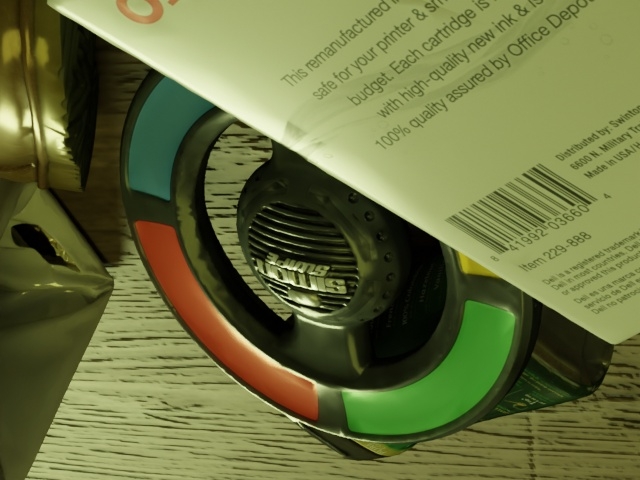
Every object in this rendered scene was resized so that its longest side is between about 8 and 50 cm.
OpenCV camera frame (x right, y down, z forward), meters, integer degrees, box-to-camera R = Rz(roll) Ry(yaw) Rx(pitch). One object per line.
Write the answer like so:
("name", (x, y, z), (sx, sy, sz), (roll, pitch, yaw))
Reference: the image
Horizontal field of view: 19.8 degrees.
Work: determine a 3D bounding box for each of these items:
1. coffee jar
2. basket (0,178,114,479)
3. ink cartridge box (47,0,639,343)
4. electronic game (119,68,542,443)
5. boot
("coffee jar", (0.058, 0.058, 0.970), (0.096, 0.079, 0.184), (38, 140, -27))
("basket", (-0.207, 0.054, 1.007), (0.103, 0.167, 0.113), (4, 145, 29))
("ink cartridge box", (0.076, -0.104, 0.684), (0.289, 0.121, 0.211), (31, 144, -21))
("electronic game", (0.000, 0.000, 0.872), (0.229, 0.048, 0.229), (19, 130, 24))
("boot", (-0.236, -0.079, 0.810), (0.270, 0.089, 0.236), (6, 161, -5))
